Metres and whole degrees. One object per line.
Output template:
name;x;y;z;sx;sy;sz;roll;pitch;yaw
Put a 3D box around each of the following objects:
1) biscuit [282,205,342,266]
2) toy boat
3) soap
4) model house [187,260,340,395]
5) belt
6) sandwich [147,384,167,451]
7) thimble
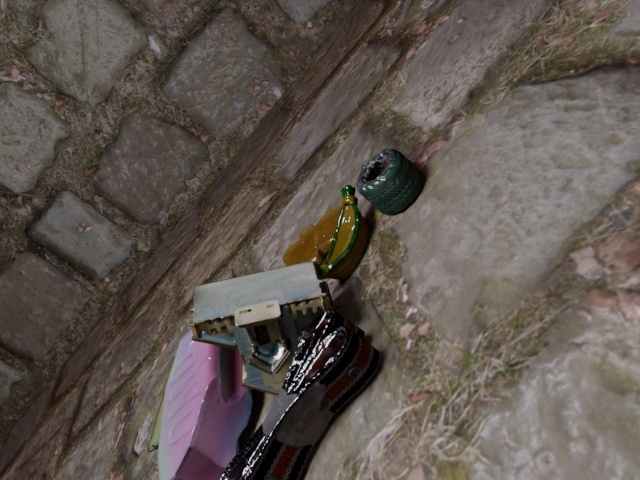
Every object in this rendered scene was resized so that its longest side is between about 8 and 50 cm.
biscuit;0.000;0.000;1.226;0.225;0.036;0.166;-43;25;13
toy boat;0.044;-0.007;1.085;0.089;0.088;0.230;-21;38;52
soap;-0.228;0.320;1.036;0.193;0.109;0.324;-44;34;26
model house;-0.093;0.180;0.968;0.270;0.207;0.178;-13;30;-5
belt;-0.039;0.283;0.816;0.360;0.094;0.126;-58;28;-10
sandwich;-0.303;0.375;1.178;0.094;0.096;0.258;-35;27;23
thimble;0.141;-0.124;1.072;0.118;0.090;0.135;-39;24;23
